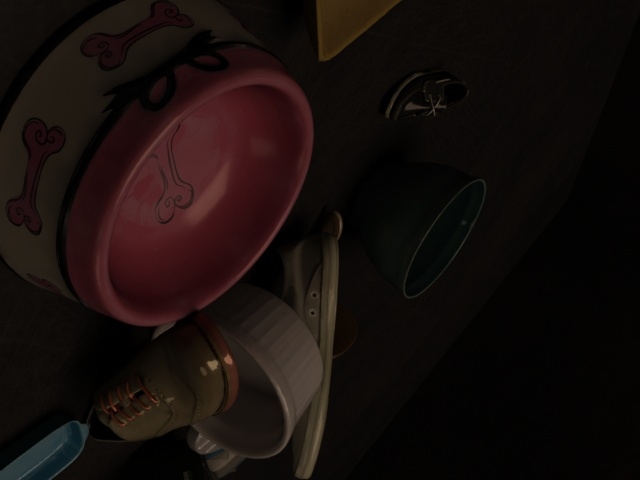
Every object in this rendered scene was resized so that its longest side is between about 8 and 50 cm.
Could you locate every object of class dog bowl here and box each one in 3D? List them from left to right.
[{"bbox_3d":[-0.170,-0.075,0.828,0.408,0.150,0.408,-44,154,-27],"label":"dog bowl"}]

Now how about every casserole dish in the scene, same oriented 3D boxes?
[{"bbox_3d":[-0.424,0.323,1.011,0.188,0.037,0.114,-38,151,-37],"label":"casserole dish"}]

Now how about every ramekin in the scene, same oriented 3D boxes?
[{"bbox_3d":[-0.130,0.203,1.136,0.135,0.277,0.277,-41,154,-46],"label":"ramekin"}]

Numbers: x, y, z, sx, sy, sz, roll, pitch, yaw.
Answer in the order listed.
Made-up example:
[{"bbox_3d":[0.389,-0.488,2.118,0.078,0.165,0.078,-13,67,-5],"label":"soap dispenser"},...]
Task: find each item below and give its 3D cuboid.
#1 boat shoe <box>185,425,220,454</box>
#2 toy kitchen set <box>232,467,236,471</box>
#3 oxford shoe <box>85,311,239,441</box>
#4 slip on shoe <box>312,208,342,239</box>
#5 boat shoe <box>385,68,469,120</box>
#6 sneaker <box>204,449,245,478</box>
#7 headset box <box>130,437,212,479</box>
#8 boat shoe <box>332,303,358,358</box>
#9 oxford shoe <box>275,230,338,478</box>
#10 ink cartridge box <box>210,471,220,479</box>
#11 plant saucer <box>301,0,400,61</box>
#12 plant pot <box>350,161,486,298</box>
[{"bbox_3d":[-0.156,0.271,1.351,0.335,0.119,0.121,-41,144,-41],"label":"boat shoe"},{"bbox_3d":[-0.229,0.468,1.553,0.068,0.083,0.075,-9,147,-1],"label":"toy kitchen set"},{"bbox_3d":[-0.233,0.220,0.988,0.146,0.140,0.397,-24,166,-36],"label":"oxford shoe"},{"bbox_3d":[0.000,0.000,1.389,0.041,0.051,0.135,-24,150,-55],"label":"slip on shoe"},{"bbox_3d":[0.212,-0.284,1.384,0.233,0.079,0.084,-29,148,-43],"label":"boat shoe"},{"bbox_3d":[-0.170,0.402,1.490,0.228,0.092,0.087,-44,-170,1],"label":"sneaker"},{"bbox_3d":[-0.256,0.546,1.337,0.131,0.246,0.283,-15,145,-12],"label":"headset box"},{"bbox_3d":[-0.049,0.251,1.576,0.123,0.123,0.342,-35,179,44],"label":"boat shoe"},{"bbox_3d":[-0.040,0.205,1.290,0.169,0.130,0.450,140,-48,-85],"label":"oxford shoe"},{"bbox_3d":[-0.242,0.791,1.673,0.166,0.285,0.395,-33,148,-39],"label":"ink cartridge box"},{"bbox_3d":[0.073,-0.450,0.885,0.333,0.081,0.333,-44,155,-24],"label":"plant saucer"},{"bbox_3d":[0.190,-0.050,1.500,0.293,0.196,0.293,-43,154,-28],"label":"plant pot"}]
